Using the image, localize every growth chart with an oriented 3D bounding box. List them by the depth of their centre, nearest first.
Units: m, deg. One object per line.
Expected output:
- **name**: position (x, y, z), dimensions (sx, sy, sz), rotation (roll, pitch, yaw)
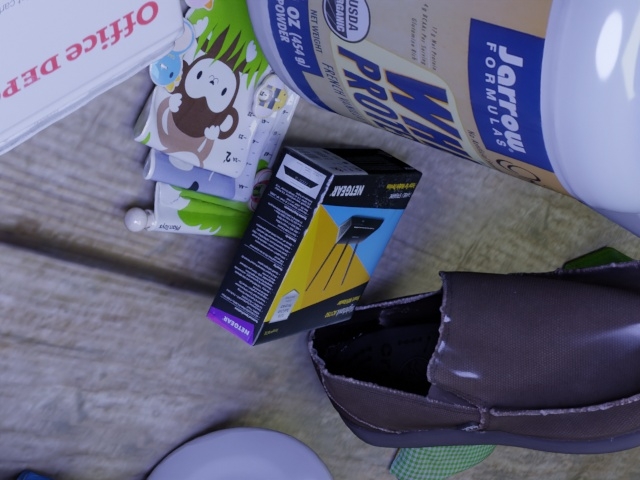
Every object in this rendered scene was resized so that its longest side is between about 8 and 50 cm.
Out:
- **growth chart**: position (-0.053, -0.104, 0.912), dimensions (0.172, 0.021, 0.237), rotation (-3, 119, -52)

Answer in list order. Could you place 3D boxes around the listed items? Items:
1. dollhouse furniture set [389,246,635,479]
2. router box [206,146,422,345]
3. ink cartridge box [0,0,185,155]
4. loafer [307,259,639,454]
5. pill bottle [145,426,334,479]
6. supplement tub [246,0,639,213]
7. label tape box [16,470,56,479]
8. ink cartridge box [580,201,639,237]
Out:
- **dollhouse furniture set**: position (0.238, 0.153, 1.389), dimensions (0.301, 0.151, 0.198), rotation (-18, 132, -43)
- **router box**: position (0.000, 0.000, 1.013), dimensions (0.133, 0.046, 0.179), rotation (-64, 160, 14)
- **ink cartridge box**: position (-0.160, -0.162, 0.659), dimensions (0.158, 0.092, 0.218), rotation (-36, 140, -28)
- **loafer**: position (0.137, 0.088, 1.068), dimensions (0.130, 0.366, 0.134), rotation (37, 49, -41)
- **pill bottle**: position (-0.046, 0.294, 1.136), dimensions (0.160, 0.160, 0.283), rotation (-39, 142, -24)
- **supplement tub**: position (0.136, -0.148, 0.818), dimensions (0.228, 0.316, 0.228), rotation (-29, 130, -41)
- **label tape box**: position (-0.212, 0.340, 0.870), dimensions (0.240, 0.106, 0.334), rotation (-115, -134, -83)
- **ink cartridge box**: position (0.200, -0.128, 1.018), dimensions (0.171, 0.232, 0.168), rotation (-57, 147, 1)
